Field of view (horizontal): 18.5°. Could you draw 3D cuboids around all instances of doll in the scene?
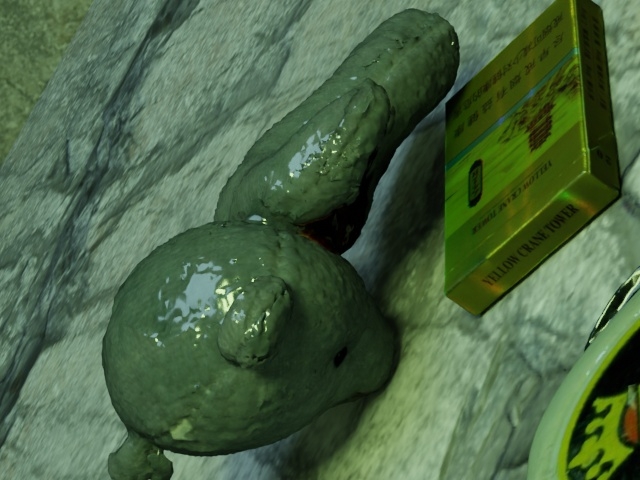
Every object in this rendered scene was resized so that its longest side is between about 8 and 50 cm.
[{"bbox_3d":[0.005,0.006,1.205,0.340,0.158,0.246,-47,-6,-36],"label":"doll"}]

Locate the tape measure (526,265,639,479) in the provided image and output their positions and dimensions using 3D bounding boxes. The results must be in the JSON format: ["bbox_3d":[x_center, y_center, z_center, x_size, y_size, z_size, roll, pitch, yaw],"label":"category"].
[{"bbox_3d":[0.176,0.074,0.781,0.207,0.115,0.235,-46,16,25],"label":"tape measure"}]

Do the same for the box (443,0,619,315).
[{"bbox_3d":[0.123,-0.057,1.174,0.121,0.030,0.193,-43,26,32],"label":"box"}]
